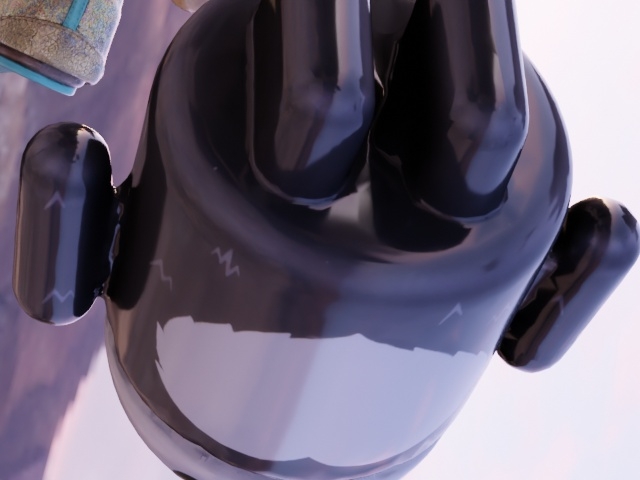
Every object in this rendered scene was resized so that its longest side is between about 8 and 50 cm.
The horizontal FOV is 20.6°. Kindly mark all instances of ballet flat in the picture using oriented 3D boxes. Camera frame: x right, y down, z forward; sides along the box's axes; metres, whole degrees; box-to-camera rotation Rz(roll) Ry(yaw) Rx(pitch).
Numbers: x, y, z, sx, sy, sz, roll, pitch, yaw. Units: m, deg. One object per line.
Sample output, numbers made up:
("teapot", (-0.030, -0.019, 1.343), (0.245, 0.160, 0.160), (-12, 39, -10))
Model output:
("ballet flat", (-0.244, -0.182, 1.337), (0.348, 0.123, 0.123), (17, -88, 59))

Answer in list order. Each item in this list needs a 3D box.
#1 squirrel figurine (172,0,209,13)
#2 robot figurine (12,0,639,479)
("squirrel figurine", (-0.104, -0.400, 0.966), (0.281, 0.370, 0.397), (-38, -148, 23))
("robot figurine", (0.002, 0.002, 0.731), (0.173, 0.209, 0.278), (-43, 165, -36))
